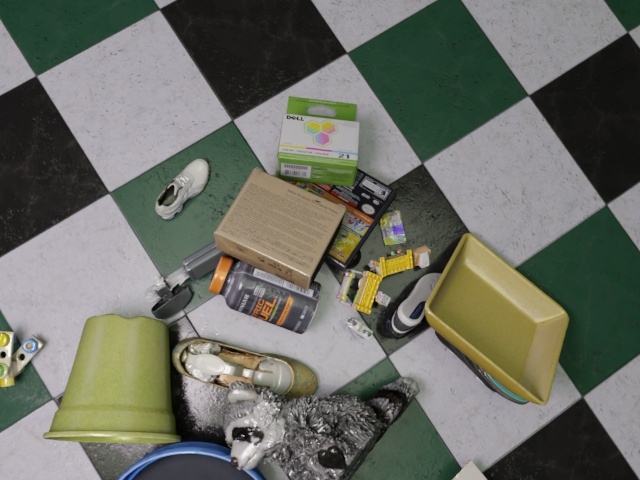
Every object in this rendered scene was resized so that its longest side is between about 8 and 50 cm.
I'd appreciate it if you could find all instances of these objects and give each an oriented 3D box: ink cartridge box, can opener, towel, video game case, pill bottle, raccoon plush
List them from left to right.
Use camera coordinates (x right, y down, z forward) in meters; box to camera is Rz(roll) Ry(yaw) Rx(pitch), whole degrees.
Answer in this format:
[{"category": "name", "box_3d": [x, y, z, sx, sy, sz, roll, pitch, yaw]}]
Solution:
[{"category": "can opener", "box_3d": [-0.294, 0.074, 1.458, 0.280, 0.074, 0.093, -36, 120, -8]}, {"category": "pill bottle", "box_3d": [-0.131, 0.117, 1.411, 0.245, 0.130, 0.131, 21, 80, -9]}, {"category": "ink cartridge box", "box_3d": [-0.088, -0.027, 1.360, 0.234, 0.088, 0.193, 25, 63, 8]}, {"category": "raccoon plush", "box_3d": [-0.016, 0.383, 1.362, 0.299, 0.446, 0.216, 36, 119, 21]}, {"category": "ink cartridge box", "box_3d": [-0.002, -0.269, 1.483, 0.188, 0.097, 0.255, 6, 63, -2]}, {"category": "video game case", "box_3d": [0.007, -0.092, 1.469, 0.274, 0.035, 0.248, 31, 65, 11]}, {"category": "towel", "box_3d": [0.181, -0.032, 1.537, 0.060, 0.009, 0.083, -9, 82, -7]}]

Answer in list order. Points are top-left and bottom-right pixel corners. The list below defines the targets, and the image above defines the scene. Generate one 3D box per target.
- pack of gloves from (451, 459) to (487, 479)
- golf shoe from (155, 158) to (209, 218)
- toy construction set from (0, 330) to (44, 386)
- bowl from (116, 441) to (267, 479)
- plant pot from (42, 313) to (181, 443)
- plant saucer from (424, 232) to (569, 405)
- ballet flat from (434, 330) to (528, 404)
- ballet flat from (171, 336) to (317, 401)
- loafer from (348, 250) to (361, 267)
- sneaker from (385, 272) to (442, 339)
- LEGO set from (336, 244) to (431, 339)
[{"category": "pack of gloves", "box_3d": [0.353, 0.658, 1.433, 0.195, 0.046, 0.232, -44, 97, -9]}, {"category": "golf shoe", "box_3d": [-0.331, -0.130, 1.471, 0.069, 0.086, 0.176, 35, 78, 3]}, {"category": "toy construction set", "box_3d": [-0.767, 0.345, 1.334, 0.215, 0.151, 0.328, 15, 69, -3]}, {"category": "bowl", "box_3d": [-0.274, 0.616, 1.309, 0.390, 0.077, 0.391, 0, 99, -2]}, {"category": "plant pot", "box_3d": [-0.433, 0.301, 1.322, 0.276, 0.276, 0.254, 2, 69, -5]}, {"category": "plant saucer", "box_3d": [0.403, 0.183, 1.425, 0.332, 0.081, 0.333, 39, 43, 3]}, {"category": "ballet flat", "box_3d": [0.385, 0.281, 1.461, 0.280, 0.096, 0.095, 46, 65, 7]}, {"category": "ballet flat", "box_3d": [-0.174, 0.302, 1.400, 0.348, 0.123, 0.123, 16, 80, -2]}, {"category": "loafer", "box_3d": [0.000, 0.000, 1.481, 0.220, 0.078, 0.080, 18, 80, -2]}, {"category": "sneaker", "box_3d": [0.228, 0.162, 1.480, 0.079, 0.121, 0.217, 48, 46, 13]}, {"category": "LEGO set", "box_3d": [0.137, 0.093, 1.487, 0.287, 0.107, 0.132, -50, 116, -17]}]
